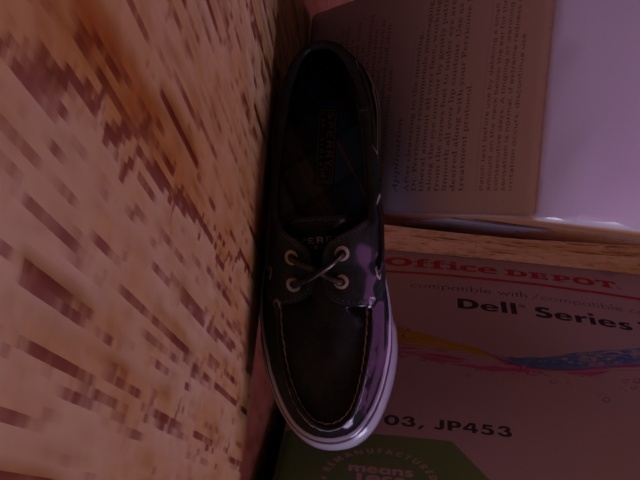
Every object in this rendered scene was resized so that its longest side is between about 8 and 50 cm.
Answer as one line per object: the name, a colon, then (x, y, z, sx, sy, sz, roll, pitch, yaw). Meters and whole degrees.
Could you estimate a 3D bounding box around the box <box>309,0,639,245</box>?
box: (0.085, -0.047, 0.400, 0.170, 0.130, 0.091, 5, -91, 64)

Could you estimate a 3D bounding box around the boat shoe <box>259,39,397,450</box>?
boat shoe: (0.000, 0.000, 0.349, 0.040, 0.049, 0.142, 52, 36, -75)

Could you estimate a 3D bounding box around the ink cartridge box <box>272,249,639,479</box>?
ink cartridge box: (0.090, 0.099, 0.524, 0.353, 0.207, 0.119, -76, 171, -69)
